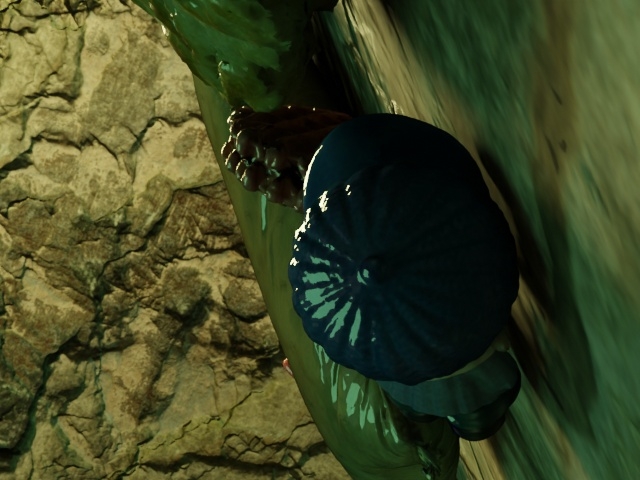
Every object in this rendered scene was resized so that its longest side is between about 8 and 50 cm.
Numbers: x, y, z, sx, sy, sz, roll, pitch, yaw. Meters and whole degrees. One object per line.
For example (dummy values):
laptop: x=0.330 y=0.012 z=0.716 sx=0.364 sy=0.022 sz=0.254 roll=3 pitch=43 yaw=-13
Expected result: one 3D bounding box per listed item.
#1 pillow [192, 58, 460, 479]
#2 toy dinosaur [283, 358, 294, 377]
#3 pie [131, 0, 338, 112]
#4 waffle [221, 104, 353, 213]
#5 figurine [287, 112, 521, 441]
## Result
pillow: x=0.000 y=0.000 z=0.716 sx=0.185 sy=0.075 sz=0.302 roll=70 pitch=177 yaw=-66
toy dinosaur: x=0.065 y=0.143 z=0.960 sx=0.286 sy=0.070 sz=0.139 roll=65 pitch=154 yaw=10
pie: x=-0.050 y=-0.140 z=0.474 sx=0.201 sy=0.090 sz=0.248 roll=57 pitch=177 yaw=-2
waffle: x=0.001 y=-0.030 z=0.529 sx=0.083 sy=0.075 sz=0.029 roll=-110 pitch=33 yaw=-67
figurine: x=0.028 y=0.026 z=0.456 sx=0.077 sy=0.079 sz=0.136 roll=19 pitch=146 yaw=24
